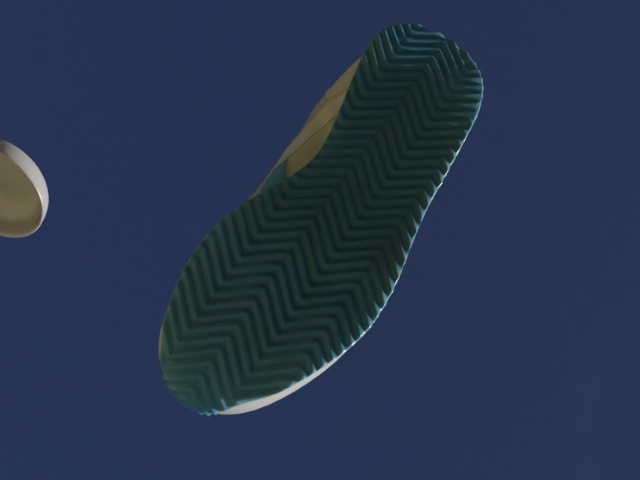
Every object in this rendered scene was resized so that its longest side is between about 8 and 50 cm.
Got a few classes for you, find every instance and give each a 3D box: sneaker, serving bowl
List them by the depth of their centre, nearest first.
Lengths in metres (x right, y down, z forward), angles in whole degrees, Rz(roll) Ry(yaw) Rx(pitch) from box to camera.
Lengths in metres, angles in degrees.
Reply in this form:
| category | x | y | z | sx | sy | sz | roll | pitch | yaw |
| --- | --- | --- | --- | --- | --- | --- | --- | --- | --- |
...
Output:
| category | x | y | z | sx | sy | sz | roll | pitch | yaw |
| --- | --- | --- | --- | --- | --- | --- | --- | --- | --- |
| sneaker | 0.000 | 0.000 | 0.824 | 0.087 | 0.229 | 0.092 | 37 | -29 | 2 |
| serving bowl | -0.227 | -0.043 | 1.201 | 0.083 | 0.027 | 0.083 | 15 | -45 | 16 |
